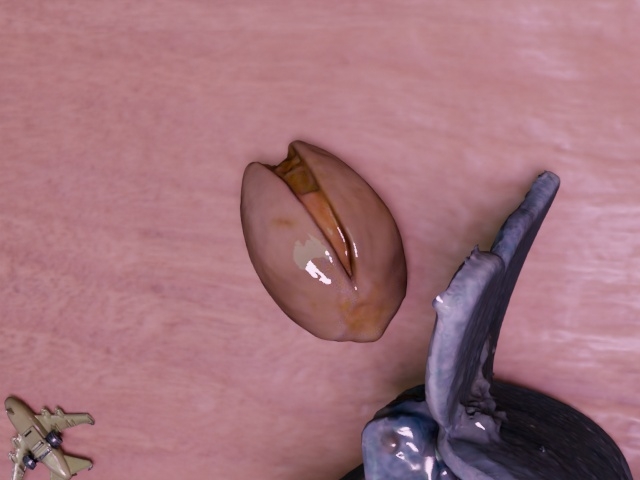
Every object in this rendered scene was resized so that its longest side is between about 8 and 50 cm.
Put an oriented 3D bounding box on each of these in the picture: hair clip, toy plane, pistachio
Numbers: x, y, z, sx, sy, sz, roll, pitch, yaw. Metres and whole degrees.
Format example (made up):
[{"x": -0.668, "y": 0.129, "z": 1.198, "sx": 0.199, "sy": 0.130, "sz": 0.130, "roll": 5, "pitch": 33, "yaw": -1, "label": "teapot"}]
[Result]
[{"x": 0.127, "y": 0.172, "z": 0.615, "sx": 0.238, "sy": 0.318, "sz": 0.392, "roll": 37, "pitch": 100, "yaw": 12, "label": "hair clip"}, {"x": -0.270, "y": 0.192, "z": 0.885, "sx": 0.102, "sy": 0.040, "sz": 0.111, "roll": -43, "pitch": 79, "yaw": -6, "label": "toy plane"}, {"x": 0.000, "y": 0.000, "z": 0.761, "sx": 0.124, "sy": 0.124, "sz": 0.185, "roll": -35, "pitch": 64, "yaw": 15, "label": "pistachio"}]
